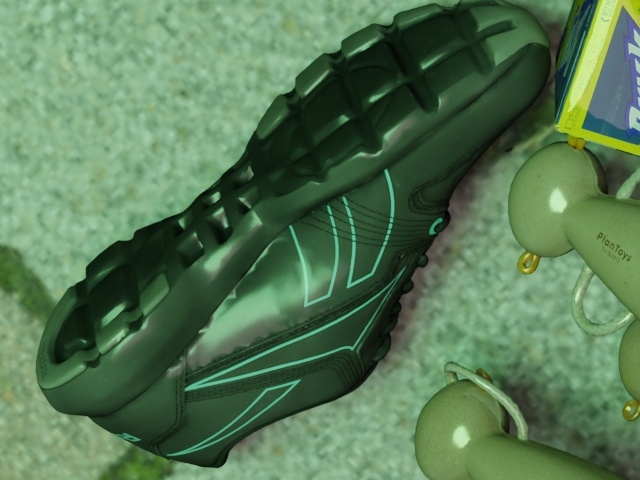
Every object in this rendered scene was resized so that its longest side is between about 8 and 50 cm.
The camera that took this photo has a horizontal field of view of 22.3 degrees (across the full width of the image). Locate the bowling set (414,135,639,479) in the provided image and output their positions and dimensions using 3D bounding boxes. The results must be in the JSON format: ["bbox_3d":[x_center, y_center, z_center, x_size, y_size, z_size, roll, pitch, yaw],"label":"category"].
[{"bbox_3d":[0.142,0.112,0.708,0.154,0.200,0.287,36,107,41],"label":"bowling set"}]

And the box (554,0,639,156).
[{"bbox_3d":[0.123,-0.076,0.624,0.054,0.169,0.059,17,107,3],"label":"box"}]

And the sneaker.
[{"bbox_3d":[0.000,0.000,0.714,0.267,0.101,0.106,-39,119,14],"label":"sneaker"}]
